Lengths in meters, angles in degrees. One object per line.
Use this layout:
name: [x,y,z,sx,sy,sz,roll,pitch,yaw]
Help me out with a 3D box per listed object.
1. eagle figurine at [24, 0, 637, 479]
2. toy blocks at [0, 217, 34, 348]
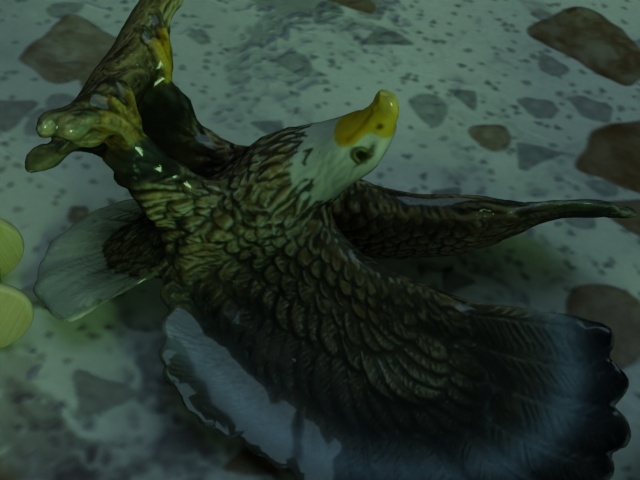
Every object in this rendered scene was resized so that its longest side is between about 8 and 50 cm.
eagle figurine: [0.004,-0.001,0.514,0.298,0.225,0.226,34,85,-13]
toy blocks: [-0.229,-0.004,0.545,0.123,0.054,0.148,-10,50,-18]
